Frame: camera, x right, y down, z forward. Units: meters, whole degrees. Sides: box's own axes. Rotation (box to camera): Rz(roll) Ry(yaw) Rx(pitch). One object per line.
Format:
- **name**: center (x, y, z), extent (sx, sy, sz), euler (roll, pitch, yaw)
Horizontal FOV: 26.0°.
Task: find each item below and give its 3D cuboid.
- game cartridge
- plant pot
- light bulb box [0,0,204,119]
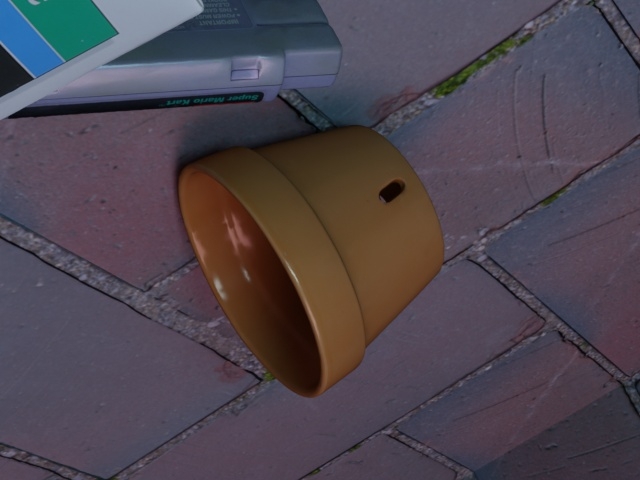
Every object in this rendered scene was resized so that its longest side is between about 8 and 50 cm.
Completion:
- **game cartridge**: center (-0.180, -0.202, 1.181), extent (0.355, 0.230, 0.068), euler (-6, 143, -23)
- **plant pot**: center (0.000, 0.000, 1.556), extent (0.203, 0.291, 0.291), euler (-31, 150, -20)
- **light bulb box**: center (-0.319, -0.250, 0.914), extent (0.361, 0.358, 0.225), euler (-26, 148, 7)
